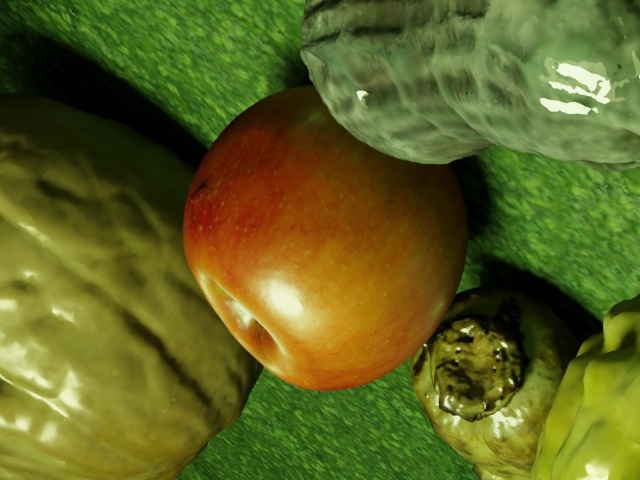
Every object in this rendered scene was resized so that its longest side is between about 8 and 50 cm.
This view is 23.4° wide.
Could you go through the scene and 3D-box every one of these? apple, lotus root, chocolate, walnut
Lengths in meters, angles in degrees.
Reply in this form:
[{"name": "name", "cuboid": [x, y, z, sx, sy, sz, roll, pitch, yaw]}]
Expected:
[{"name": "apple", "cuboid": [0.000, 0.000, 0.822, 0.163, 0.139, 0.163, 32, 159, 14]}, {"name": "lotus root", "cuboid": [0.111, 0.095, 0.901, 0.108, 0.094, 0.191, 48, 174, 28]}, {"name": "chocolate", "cuboid": [0.076, -0.080, 0.595, 0.248, 0.110, 0.110, 6, 140, 55]}, {"name": "walnut", "cuboid": [-0.192, 0.041, 1.059, 0.313, 0.252, 0.277, 35, 157, -6]}]

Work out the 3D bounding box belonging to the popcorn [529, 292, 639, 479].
[{"name": "popcorn", "cuboid": [0.209, 0.109, 0.614, 0.249, 0.225, 0.249, 35, -173, -5]}]
